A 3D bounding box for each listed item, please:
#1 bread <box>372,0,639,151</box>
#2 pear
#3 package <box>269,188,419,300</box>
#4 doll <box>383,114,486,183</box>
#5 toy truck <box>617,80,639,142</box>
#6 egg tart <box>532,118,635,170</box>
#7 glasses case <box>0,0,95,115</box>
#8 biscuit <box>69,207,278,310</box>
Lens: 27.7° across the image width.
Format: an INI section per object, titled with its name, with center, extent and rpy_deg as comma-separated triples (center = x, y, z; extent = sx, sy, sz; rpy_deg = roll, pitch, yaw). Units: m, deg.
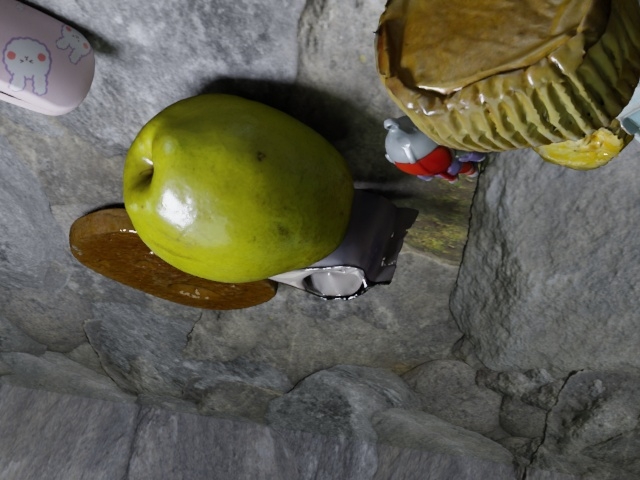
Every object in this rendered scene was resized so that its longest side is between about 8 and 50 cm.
[bread]
center = 0.185, -0.196, 1.279
extent = 0.253, 0.228, 0.142
rpy_deg = -11, 153, 28
[pear]
center = -0.106, -0.067, 1.697
extent = 0.307, 0.253, 0.253
rpy_deg = 3, 165, -34
[package]
center = 0.000, 0.000, 1.869
extent = 0.250, 0.204, 0.062
rpy_deg = 8, 126, 13
[doll]
center = 0.140, -0.118, 1.688
extent = 0.102, 0.075, 0.227
rpy_deg = -21, 156, 27
[toy truck]
center = 0.411, -0.191, 1.366
extent = 0.140, 0.108, 0.256
rpy_deg = 33, 149, -18
[egg tart]
center = 0.310, -0.143, 1.562
extent = 0.191, 0.074, 0.191
rpy_deg = 9, 155, 4
[glasses case]
center = -0.412, -0.245, 1.562
extent = 0.296, 0.113, 0.075
rpy_deg = 21, 158, -26
[biscuit]
center = -0.240, 0.027, 2.222
extent = 0.367, 0.063, 0.314
rpy_deg = 25, 151, -33
